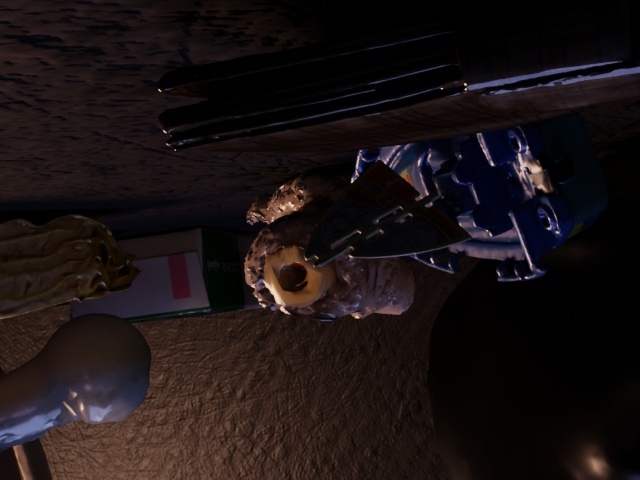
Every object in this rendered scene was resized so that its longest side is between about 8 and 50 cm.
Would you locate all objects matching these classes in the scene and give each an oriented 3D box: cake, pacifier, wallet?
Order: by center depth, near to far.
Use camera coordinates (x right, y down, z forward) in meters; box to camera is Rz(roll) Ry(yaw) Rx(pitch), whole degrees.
[{"bbox_3d":[0.078,-0.058,0.410,0.230,0.042,0.124,-7,180,21],"label":"wallet"},{"bbox_3d":[-0.221,0.012,0.949,0.116,0.080,0.185,7,-162,44],"label":"cake"},{"bbox_3d":[-0.286,0.155,1.193,0.273,0.220,0.332,9,165,18],"label":"pacifier"}]

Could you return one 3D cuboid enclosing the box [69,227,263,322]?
[{"bbox_3d":[-0.142,0.036,1.327,0.135,0.081,0.199,-8,179,13],"label":"box"}]

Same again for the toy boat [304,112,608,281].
[{"bbox_3d":[0.040,-0.018,0.640,0.110,0.091,0.175,-26,-171,-20],"label":"toy boat"}]

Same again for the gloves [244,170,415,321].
[{"bbox_3d":[0.007,0.002,0.889,0.110,0.094,0.144,2,-164,-2],"label":"gloves"}]

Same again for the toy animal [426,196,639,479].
[{"bbox_3d":[0.227,0.050,0.645,0.310,0.251,0.251,-35,163,28],"label":"toy animal"}]

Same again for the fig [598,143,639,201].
[{"bbox_3d":[0.270,0.055,0.926,0.316,0.316,0.316,-7,177,0],"label":"fig"}]
